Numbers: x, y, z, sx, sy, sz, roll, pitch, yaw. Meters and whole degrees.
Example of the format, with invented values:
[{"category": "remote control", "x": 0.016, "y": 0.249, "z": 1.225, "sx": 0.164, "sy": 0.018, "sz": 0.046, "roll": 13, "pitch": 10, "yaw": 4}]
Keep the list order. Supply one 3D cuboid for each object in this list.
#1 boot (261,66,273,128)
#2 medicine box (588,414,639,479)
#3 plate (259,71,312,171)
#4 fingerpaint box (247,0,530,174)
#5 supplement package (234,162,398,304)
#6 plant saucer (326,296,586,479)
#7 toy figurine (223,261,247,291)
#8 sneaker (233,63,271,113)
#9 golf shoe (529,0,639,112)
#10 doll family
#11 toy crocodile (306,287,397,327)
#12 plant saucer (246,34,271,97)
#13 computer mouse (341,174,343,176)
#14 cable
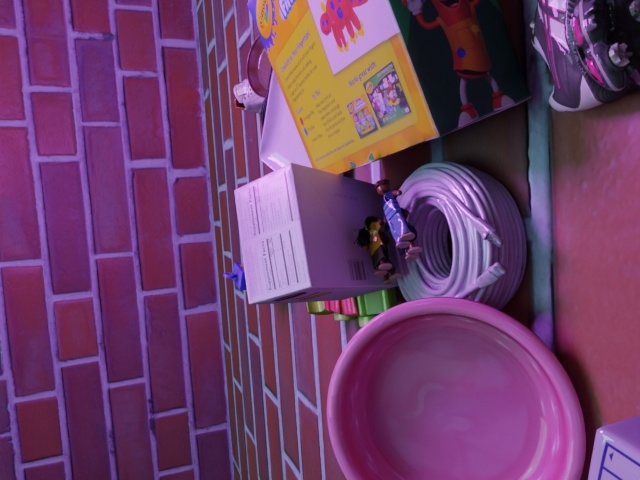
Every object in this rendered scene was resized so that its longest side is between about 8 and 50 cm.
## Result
[{"category": "boot", "x": -0.088, "y": -0.372, "z": 1.357, "sx": 0.207, "sy": 0.094, "sz": 0.247, "roll": -131, "pitch": 47, "yaw": -62}, {"category": "medicine box", "x": 0.353, "y": 0.323, "z": 0.388, "sx": 0.263, "sy": 0.149, "sz": 0.290, "roll": -147, "pitch": 55, "yaw": -63}, {"category": "plate", "x": -0.032, "y": -0.244, "z": 1.246, "sx": 0.277, "sy": 0.045, "sz": 0.278, "roll": 40, "pitch": 138, "yaw": 22}, {"category": "fingerpaint box", "x": 0.065, "y": -0.315, "z": 0.796, "sx": 0.371, "sy": 0.163, "sz": 0.445, "roll": 67, "pitch": 162, "yaw": -6}, {"category": "supplement package", "x": 0.000, "y": 0.000, "z": 0.906, "sx": 0.145, "sy": 0.261, "sz": 0.204, "roll": -19, "pitch": 75, "yaw": 38}, {"category": "plant saucer", "x": 0.176, "y": 0.241, "z": 0.695, "sx": 0.084, "sy": 0.332, "sz": 0.332, "roll": -2, "pitch": -95, "yaw": -69}, {"category": "toy figurine", "x": -0.222, "y": 0.078, "z": 1.682, "sx": 0.362, "sy": 0.217, "sz": 0.191, "roll": -142, "pitch": 51, "yaw": -61}, {"category": "sneaker", "x": -0.211, "y": -0.492, "z": 1.648, "sx": 0.290, "sy": 0.123, "sz": 0.106, "roll": 149, "pitch": 115, "yaw": -63}, {"category": "golf shoe", "x": 0.264, "y": -0.273, "z": 0.541, "sx": 0.120, "sy": 0.105, "sz": 0.273, "roll": 150, "pitch": 113, "yaw": -74}, {"category": "doll family", "x": 0.106, "y": -0.015, "z": 0.804, "sx": 0.193, "sy": 0.075, "sz": 0.111, "roll": 123, "pitch": 142, "yaw": -51}, {"category": "toy crocodile", "x": 0.066, "y": 0.130, "z": 1.121, "sx": 0.340, "sy": 0.105, "sz": 0.115, "roll": 169, "pitch": 95, "yaw": -68}, {"category": "plant saucer", "x": -0.143, "y": -0.523, "z": 1.503, "sx": 0.198, "sy": 0.036, "sz": 0.199, "roll": 4, "pitch": 96, "yaw": 40}, {"category": "computer mouse", "x": 0.021, "y": -0.158, "z": 1.172, "sx": 0.106, "sy": 0.042, "sz": 0.193, "roll": 40, "pitch": 138, "yaw": 22}, {"category": "cable", "x": 0.199, "y": 0.004, "z": 0.785, "sx": 0.257, "sy": 0.089, "sz": 0.257, "roll": 110, "pitch": 148, "yaw": -49}]
